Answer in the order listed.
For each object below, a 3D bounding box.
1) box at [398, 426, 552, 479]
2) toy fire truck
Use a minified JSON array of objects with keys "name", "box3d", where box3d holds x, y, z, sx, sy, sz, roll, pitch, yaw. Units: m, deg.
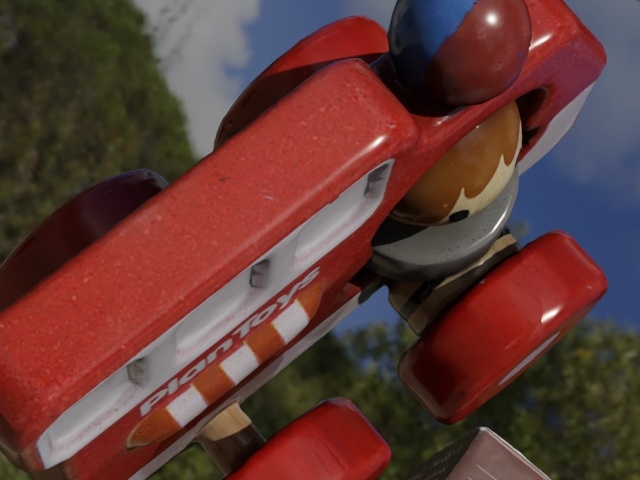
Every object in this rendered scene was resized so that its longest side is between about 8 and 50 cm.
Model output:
[{"name":"box","box3d":[0.083,0.259,1.078,0.167,0.203,0.168,40,-29,-1]},{"name":"toy fire truck","box3d":[0.000,0.000,0.678,0.169,0.302,0.254,50,-15,10]}]
